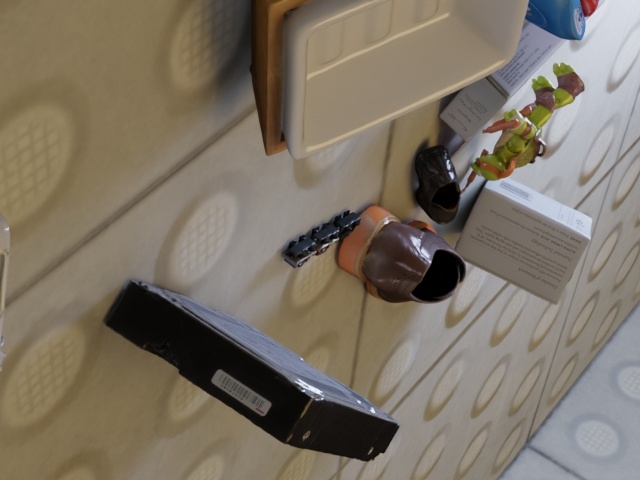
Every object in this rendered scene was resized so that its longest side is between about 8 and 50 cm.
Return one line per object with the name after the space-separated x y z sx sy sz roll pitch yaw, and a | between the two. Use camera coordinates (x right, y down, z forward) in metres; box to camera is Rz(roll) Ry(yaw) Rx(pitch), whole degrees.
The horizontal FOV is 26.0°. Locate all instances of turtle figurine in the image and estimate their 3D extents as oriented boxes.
0.297 -0.159 2.016 0.217 0.087 0.269 -49 173 -21 | turtle figurine

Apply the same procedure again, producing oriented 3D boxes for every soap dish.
0.062 -0.220 1.325 0.290 0.118 0.229 -27 153 -17 | soap dish

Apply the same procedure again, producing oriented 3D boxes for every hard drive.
-0.060 0.147 1.499 0.064 0.237 0.339 -58 158 -2 | hard drive

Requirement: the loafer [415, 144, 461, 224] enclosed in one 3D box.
0.169 -0.063 1.946 0.062 0.061 0.170 -26 149 0 | loafer

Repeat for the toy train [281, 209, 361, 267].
0.000 0.000 1.729 0.158 0.027 0.036 -30 155 -53 | toy train

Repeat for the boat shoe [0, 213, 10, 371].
-0.291 0.094 1.115 0.084 0.095 0.258 -24 141 -49 | boat shoe

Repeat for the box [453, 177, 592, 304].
0.316 -0.007 2.151 0.119 0.181 0.181 -65 174 15 | box

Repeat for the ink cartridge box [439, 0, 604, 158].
0.262 -0.233 1.963 0.275 0.060 0.239 -45 179 -33 | ink cartridge box

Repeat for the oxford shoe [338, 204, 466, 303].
0.141 0.049 1.952 0.130 0.132 0.363 -62 159 5 | oxford shoe

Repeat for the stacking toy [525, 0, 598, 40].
0.326 -0.411 1.699 0.302 0.165 0.175 -55 158 -3 | stacking toy
